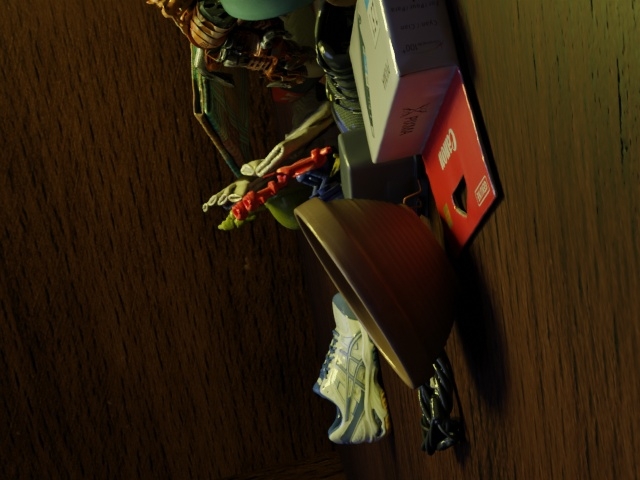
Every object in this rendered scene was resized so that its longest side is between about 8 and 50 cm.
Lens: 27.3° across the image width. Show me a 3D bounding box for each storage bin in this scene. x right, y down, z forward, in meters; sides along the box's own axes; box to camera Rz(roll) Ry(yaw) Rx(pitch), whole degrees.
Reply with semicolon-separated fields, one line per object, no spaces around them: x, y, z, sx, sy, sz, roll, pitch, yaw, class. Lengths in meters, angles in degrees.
0.073;-0.076;1.529;0.135;0.091;0.098;83;173;-55;storage bin

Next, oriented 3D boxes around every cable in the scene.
0.142;0.202;1.718;0.184;0.047;0.150;95;162;-77;cable

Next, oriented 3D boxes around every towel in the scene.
-0.153;-0.310;2.054;0.271;0.040;0.370;57;-153;-68;towel

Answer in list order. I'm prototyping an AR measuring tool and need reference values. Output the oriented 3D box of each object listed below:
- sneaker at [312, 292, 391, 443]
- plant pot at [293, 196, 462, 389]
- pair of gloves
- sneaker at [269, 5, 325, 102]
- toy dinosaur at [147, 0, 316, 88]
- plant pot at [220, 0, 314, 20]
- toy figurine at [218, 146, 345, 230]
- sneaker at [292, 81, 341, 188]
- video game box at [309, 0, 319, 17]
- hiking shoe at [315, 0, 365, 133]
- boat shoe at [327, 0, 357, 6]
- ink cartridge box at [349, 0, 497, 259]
0.045;0.243;2.483;0.112;0.131;0.296;172;87;-87;sneaker
0.078;0.036;1.442;0.237;0.110;0.237;55;176;5;plant pot
-0.063;-0.130;2.006;0.042;0.204;0.240;51;138;1;pair of gloves
-0.083;-0.376;2.118;0.148;0.131;0.350;126;137;-50;sneaker
-0.127;-0.328;1.833;0.322;0.218;0.164;17;-157;-52;toy dinosaur
-0.088;-0.419;1.598;0.271;0.272;0.255;-109;-6;-53;plant pot
0.000;0.000;1.983;0.217;0.191;0.362;61;157;4;toy figurine
-0.006;-0.161;2.207;0.235;0.094;0.153;68;170;-22;sneaker
-0.019;-0.450;1.888;0.187;0.048;0.205;-114;12;-53;video game box
0.029;-0.204;1.540;0.114;0.086;0.226;-44;-54;-62;hiking shoe
0.002;-0.383;1.302;0.341;0.122;0.110;82;166;-56;boat shoe
0.093;-0.126;1.310;0.296;0.066;0.261;98;160;-78;ink cartridge box
